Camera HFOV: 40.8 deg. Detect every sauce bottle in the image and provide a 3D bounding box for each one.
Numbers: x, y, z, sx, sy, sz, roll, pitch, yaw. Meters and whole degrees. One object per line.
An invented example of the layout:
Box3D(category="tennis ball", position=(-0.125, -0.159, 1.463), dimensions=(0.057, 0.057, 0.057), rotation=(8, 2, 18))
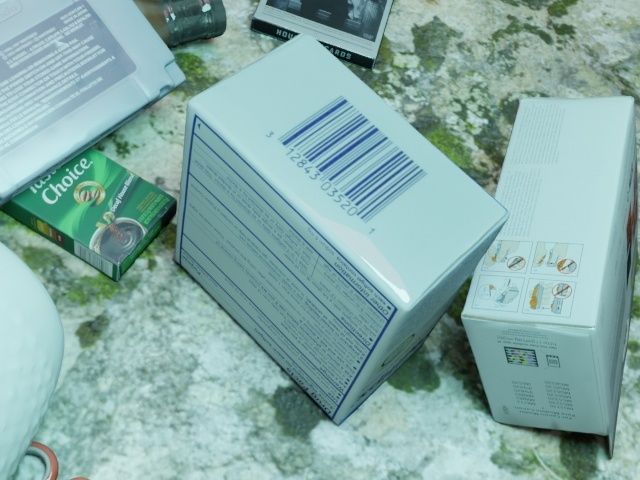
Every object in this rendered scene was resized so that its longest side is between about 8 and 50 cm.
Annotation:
Box3D(category="sauce bottle", position=(-0.281, -0.243, 1.043), dimensions=(0.344, 0.111, 0.111), rotation=(-24, 67, -26))

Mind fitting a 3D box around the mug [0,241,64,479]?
Box3D(category="mug", position=(-0.376, 0.103, 0.647), dimensions=(0.276, 0.374, 0.328), rotation=(18, 44, 22))

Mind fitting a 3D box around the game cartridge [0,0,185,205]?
Box3D(category="game cartridge", position=(-0.316, -0.176, 0.927), dimensions=(0.294, 0.060, 0.196), rotation=(-39, 101, -24))

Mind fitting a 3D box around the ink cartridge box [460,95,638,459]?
Box3D(category="ink cartridge box", position=(0.272, 0.044, 0.956), dimensions=(0.130, 0.272, 0.309), rotation=(3, 51, 25))

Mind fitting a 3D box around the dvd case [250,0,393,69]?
Box3D(category="dvd case", position=(0.018, -0.361, 1.239), dimensions=(0.179, 0.029, 0.238), rotation=(18, 56, -3))

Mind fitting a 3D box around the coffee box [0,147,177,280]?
Box3D(category="coffee box", position=(-0.268, -0.047, 0.962), dimensions=(0.184, 0.040, 0.113), rotation=(32, 58, 8))

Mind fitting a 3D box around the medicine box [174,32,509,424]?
Box3D(category="medicine box", position=(0.000, 0.000, 0.848), dimensions=(0.263, 0.289, 0.149), rotation=(44, 61, 15))

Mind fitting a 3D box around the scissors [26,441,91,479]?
Box3D(category="scissors", position=(-0.334, 0.288, 0.746), dimensions=(0.297, 0.021, 0.109), rotation=(-35, 73, -31))
